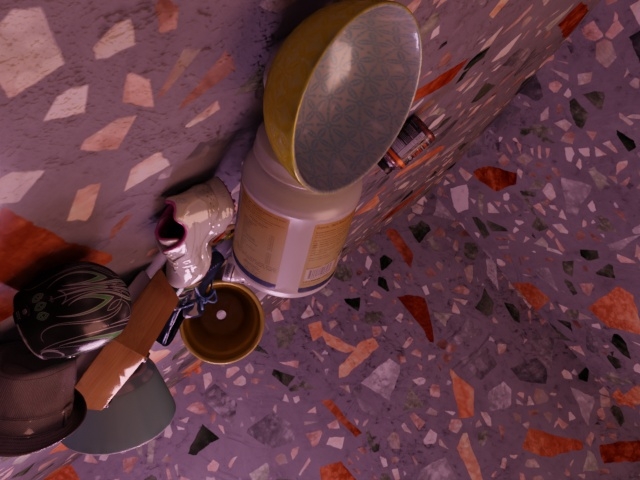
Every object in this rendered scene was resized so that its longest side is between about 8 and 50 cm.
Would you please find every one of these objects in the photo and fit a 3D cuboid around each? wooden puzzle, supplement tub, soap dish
[{"bbox_3d":[-0.248,-0.013,1.413,0.078,0.014,0.116,-45,169,28],"label":"wooden puzzle"},{"bbox_3d":[0.268,-0.304,1.793,0.198,0.106,0.106,-42,171,14],"label":"supplement tub"},{"bbox_3d":[-0.444,0.226,1.224,0.291,0.118,0.229,-47,-165,32],"label":"soap dish"},{"bbox_3d":[-0.048,-0.065,1.072,0.228,0.228,0.316,-32,152,-38],"label":"supplement tub"}]

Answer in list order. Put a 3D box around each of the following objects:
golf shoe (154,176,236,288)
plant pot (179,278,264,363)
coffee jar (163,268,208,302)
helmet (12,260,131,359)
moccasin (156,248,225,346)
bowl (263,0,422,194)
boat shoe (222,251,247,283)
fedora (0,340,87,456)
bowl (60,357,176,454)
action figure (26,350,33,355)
[{"bbox_3d":[-0.279,-0.003,1.096,0.140,0.115,0.306,-19,151,-42],"label":"golf shoe"},{"bbox_3d":[-0.312,0.245,1.747,0.254,0.254,0.239,-38,-175,-9],"label":"plant pot"},{"bbox_3d":[-0.359,0.109,1.350,0.184,0.079,0.096,-43,167,25],"label":"coffee jar"},{"bbox_3d":[-0.405,0.113,0.927,0.161,0.170,0.169,-21,168,-9],"label":"helmet"},{"bbox_3d":[-0.352,0.159,1.496,0.342,0.117,0.137,-46,169,30],"label":"moccasin"},{"bbox_3d":[0.007,-0.232,0.833,0.289,0.156,0.290,-37,147,-29],"label":"bowl"},{"bbox_3d":[-0.221,0.082,1.541,0.258,0.084,0.095,-114,-140,-81],"label":"boat shoe"},{"bbox_3d":[-0.553,0.268,1.025,0.275,0.243,0.125,-19,130,-82],"label":"fedora"},{"bbox_3d":[-0.558,0.410,1.490,0.311,0.311,0.163,-28,124,-52],"label":"bowl"},{"bbox_3d":[-0.501,0.167,1.118,0.137,0.063,0.232,-40,177,-9],"label":"action figure"}]
